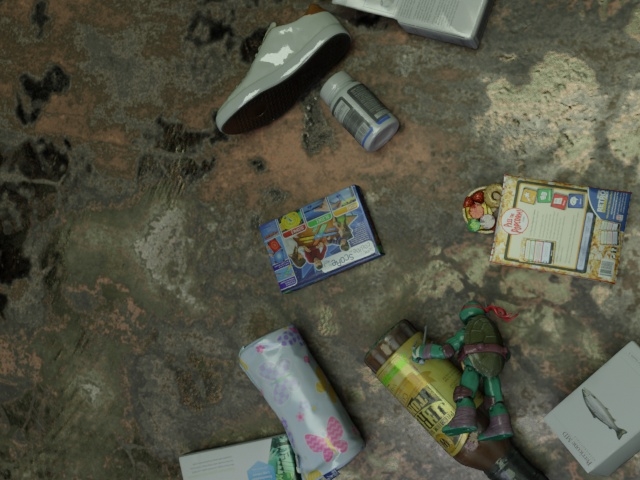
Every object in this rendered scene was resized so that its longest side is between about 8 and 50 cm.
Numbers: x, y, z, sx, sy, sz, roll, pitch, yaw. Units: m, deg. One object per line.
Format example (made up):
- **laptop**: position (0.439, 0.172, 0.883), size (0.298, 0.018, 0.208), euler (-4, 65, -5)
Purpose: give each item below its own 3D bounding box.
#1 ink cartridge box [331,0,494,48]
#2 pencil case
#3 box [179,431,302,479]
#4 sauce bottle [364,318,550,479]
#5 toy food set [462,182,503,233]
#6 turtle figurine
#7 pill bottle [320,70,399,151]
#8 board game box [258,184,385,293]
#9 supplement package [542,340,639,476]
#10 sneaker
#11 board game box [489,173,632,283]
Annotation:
- **ink cartridge box**: position (0.191, -0.506, 1.221), size (0.261, 0.066, 0.296), euler (21, 95, 20)
- **pencil case**: position (-0.034, 0.284, 1.253), size (0.124, 0.113, 0.273), euler (-35, 77, 18)
- **box**: position (-0.118, 0.529, 1.303), size (0.232, 0.058, 0.321), euler (-17, 82, 19)
- **sauce bottle**: position (0.222, 0.282, 1.158), size (0.344, 0.111, 0.111), euler (45, 103, 17)
- **toy food set**: position (0.279, -0.051, 1.196), size (0.083, 0.020, 0.082), euler (-13, 84, 19)
- **turtle figurine**: position (0.232, 0.182, 1.099), size (0.175, 0.118, 0.234), euler (7, 60, -13)
- **pill bottle**: position (0.066, -0.228, 1.251), size (0.078, 0.078, 0.137), euler (-45, 74, 14)
- **board game box**: position (0.000, 0.000, 1.291), size (0.201, 0.035, 0.136), euler (-22, 81, 19)
- **supplement package**: position (0.445, 0.253, 1.064), size (0.179, 0.105, 0.105), euler (-47, 52, 13)
- **sneaker**: position (-0.086, -0.314, 1.309), size (0.290, 0.106, 0.123), euler (-38, 67, 8)
- **board game box**: position (0.377, -0.019, 1.134), size (0.194, 0.045, 0.146), euler (11, 92, 14)
